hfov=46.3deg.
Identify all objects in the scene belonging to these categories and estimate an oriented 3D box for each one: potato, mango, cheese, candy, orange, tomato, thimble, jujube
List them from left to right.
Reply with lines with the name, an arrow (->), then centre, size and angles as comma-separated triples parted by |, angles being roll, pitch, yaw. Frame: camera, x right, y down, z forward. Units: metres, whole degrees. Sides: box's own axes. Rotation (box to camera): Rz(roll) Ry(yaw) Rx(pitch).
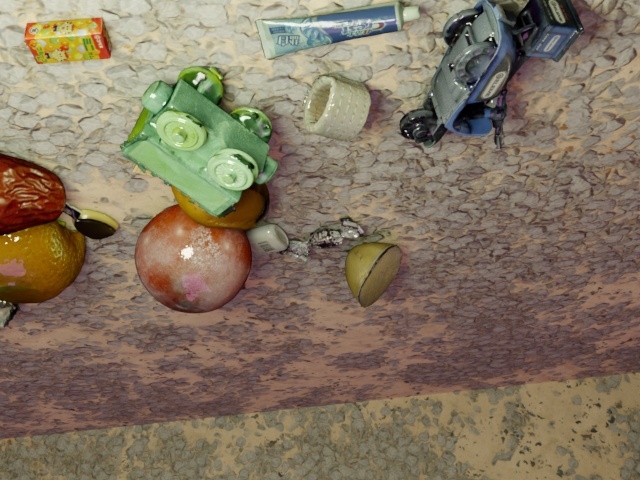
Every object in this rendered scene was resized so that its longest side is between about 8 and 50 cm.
jujube -> -0.638, -0.091, 1.468 | 0.255, 0.190, 0.190 | -5, 159, -42
orange -> -0.701, 0.040, 1.709 | 0.262, 0.196, 0.334 | 5, 161, 6
candy -> -0.403, -0.319, 1.197 | 0.122, 0.038, 0.062 | -6, 153, -3
cheese -> -0.538, -0.050, 1.692 | 0.086, 0.036, 0.162 | -16, 152, 23
tomato -> -0.293, 0.050, 1.729 | 0.270, 0.227, 0.270 | 2, 145, 1
mango -> -0.198, -0.093, 1.580 | 0.166, 0.136, 0.236 | -20, 156, 16
candy -> 0.000, 0.000, 1.894 | 0.226, 0.051, 0.094 | -19, 147, 24
thimble -> 0.028, -0.242, 1.376 | 0.090, 0.102, 0.115 | 9, 120, -28
potato -> 0.122, 0.069, 1.989 | 0.182, 0.117, 0.202 | -47, 154, -12

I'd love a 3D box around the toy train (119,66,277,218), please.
toy train -> -0.212, -0.177, 1.348 | 0.271, 0.159, 0.188 | 35, 138, -25

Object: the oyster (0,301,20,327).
oyster -> -0.929, 0.177, 1.999 | 0.259, 0.092, 0.198 | -4, 154, 16

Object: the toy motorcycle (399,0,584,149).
toy motorcycle -> 0.288, -0.280, 1.335 | 0.212, 0.125, 0.358 | 1, 150, -20

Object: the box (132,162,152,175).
box -> -0.344, -0.164, 1.537 | 0.058, 0.015, 0.093 | 8, 150, -29

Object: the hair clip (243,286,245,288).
hair clip -> -0.251, 0.120, 2.103 | 0.054, 0.022, 0.137 | -13, 152, 7

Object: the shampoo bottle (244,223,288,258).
shampoo bottle -> -0.196, 0.016, 1.881 | 0.220, 0.051, 0.108 | -16, 151, 18

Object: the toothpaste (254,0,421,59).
toothpaste -> 0.030, -0.352, 1.227 | 0.268, 0.047, 0.069 | -7, 166, 9
